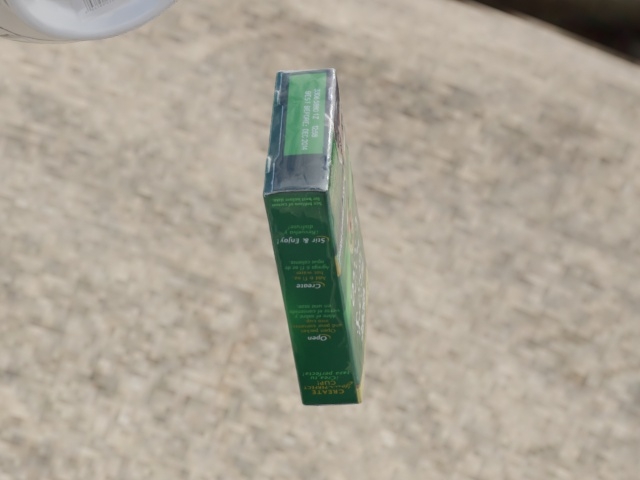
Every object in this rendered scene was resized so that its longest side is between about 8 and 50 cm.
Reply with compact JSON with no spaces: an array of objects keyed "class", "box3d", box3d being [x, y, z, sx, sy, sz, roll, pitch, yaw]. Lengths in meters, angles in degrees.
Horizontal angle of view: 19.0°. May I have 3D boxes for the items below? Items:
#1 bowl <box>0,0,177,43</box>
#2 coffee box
[{"class":"bowl","box3d":[-0.089,-0.125,0.692,0.170,0.170,0.080,4,45,-32]},{"class":"coffee box","box3d":[0.000,0.000,1.151,0.040,0.184,0.113,-3,43,7]}]
